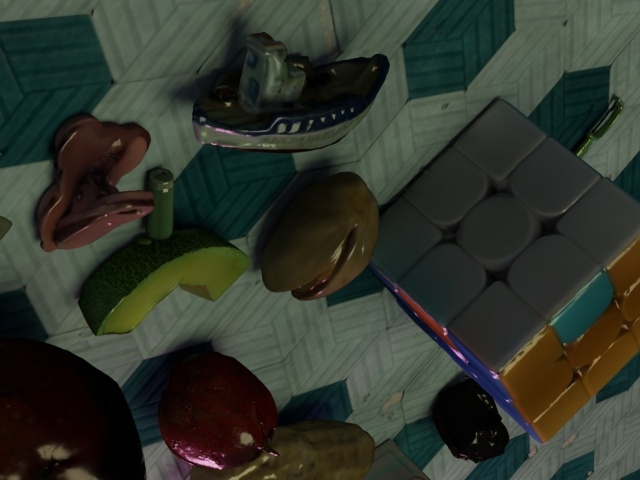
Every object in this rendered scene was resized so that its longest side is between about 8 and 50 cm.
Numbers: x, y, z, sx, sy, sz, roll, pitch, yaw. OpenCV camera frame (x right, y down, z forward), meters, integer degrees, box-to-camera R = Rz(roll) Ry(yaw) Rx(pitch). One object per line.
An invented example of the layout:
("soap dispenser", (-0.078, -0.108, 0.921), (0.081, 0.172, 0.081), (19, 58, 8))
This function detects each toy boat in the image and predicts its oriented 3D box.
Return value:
("toy boat", (-0.027, -0.163, 1.551), (0.262, 0.114, 0.115), (-10, 129, -44))

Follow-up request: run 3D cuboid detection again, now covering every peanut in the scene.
("peanut", (-0.047, 0.316, 2.045), (0.313, 0.149, 0.149), (-1, 127, -49))

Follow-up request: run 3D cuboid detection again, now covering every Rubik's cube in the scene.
("Rubik's cube", (0.270, 0.045, 1.967), (0.291, 0.290, 0.291), (-44, 147, -3))

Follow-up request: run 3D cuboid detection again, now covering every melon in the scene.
("melon", (-0.171, 0.039, 1.660), (0.209, 0.064, 0.118), (-6, 130, -50))

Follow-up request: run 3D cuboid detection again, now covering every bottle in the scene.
("bottle", (-0.173, -0.039, 1.595), (0.030, 0.030, 0.083), (-25, 142, -31))

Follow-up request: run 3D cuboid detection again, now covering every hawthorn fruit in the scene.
("hawthorn fruit", (-0.326, 0.231, 1.487), (0.316, 0.316, 0.316), (-30, 145, -24))
("hawthorn fruit", (-0.119, 0.219, 1.821), (0.148, 0.172, 0.148), (-57, 163, -27))

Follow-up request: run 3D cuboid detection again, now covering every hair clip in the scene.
("hair clip", (-0.237, -0.056, 1.503), (0.138, 0.102, 0.123), (-28, 162, 39))

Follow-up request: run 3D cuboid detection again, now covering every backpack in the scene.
("backpack", (0.247, 0.307, 2.410), (0.106, 0.120, 0.165), (-23, 148, 3))

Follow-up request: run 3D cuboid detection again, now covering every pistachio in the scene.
("pistachio", (0.000, 0.000, 1.775), (0.124, 0.124, 0.185), (0, 142, -50))

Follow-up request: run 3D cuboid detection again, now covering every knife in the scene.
("knife", (0.379, -0.121, 2.173), (0.212, 0.015, 0.054), (-53, 156, 10))

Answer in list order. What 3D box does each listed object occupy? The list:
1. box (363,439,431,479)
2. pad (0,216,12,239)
("box", (0.054, 0.437, 2.302), (0.269, 0.135, 0.079), (-31, 145, -24))
("pad", (-0.416, 0.006, 1.381), (0.159, 0.009, 0.265), (-50, 149, 5))
